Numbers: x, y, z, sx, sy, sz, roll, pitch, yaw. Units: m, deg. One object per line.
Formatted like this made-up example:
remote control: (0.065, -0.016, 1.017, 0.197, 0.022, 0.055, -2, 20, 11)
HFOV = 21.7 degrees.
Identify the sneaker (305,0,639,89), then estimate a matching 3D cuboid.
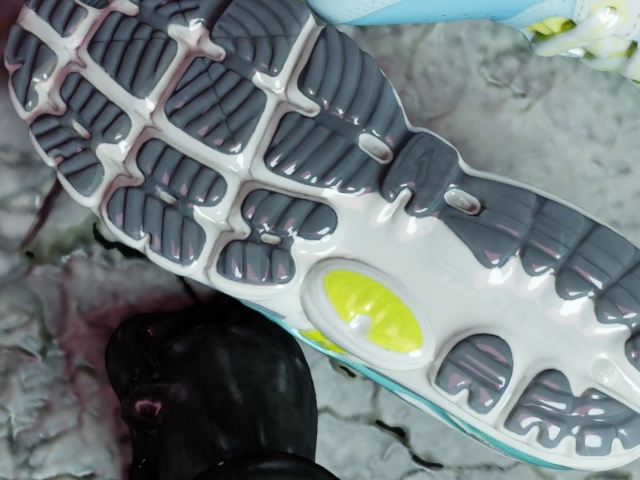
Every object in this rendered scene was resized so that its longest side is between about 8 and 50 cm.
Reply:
sneaker: (0.148, -0.064, 0.621, 0.319, 0.127, 0.208, -10, 99, -10)

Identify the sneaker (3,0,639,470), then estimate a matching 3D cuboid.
sneaker: (0.000, 0.000, 0.608, 0.275, 0.110, 0.107, 37, 74, 3)

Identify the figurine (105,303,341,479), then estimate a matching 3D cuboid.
figurine: (-0.091, 0.066, 0.543, 0.215, 0.209, 0.092, 13, 95, -13)
